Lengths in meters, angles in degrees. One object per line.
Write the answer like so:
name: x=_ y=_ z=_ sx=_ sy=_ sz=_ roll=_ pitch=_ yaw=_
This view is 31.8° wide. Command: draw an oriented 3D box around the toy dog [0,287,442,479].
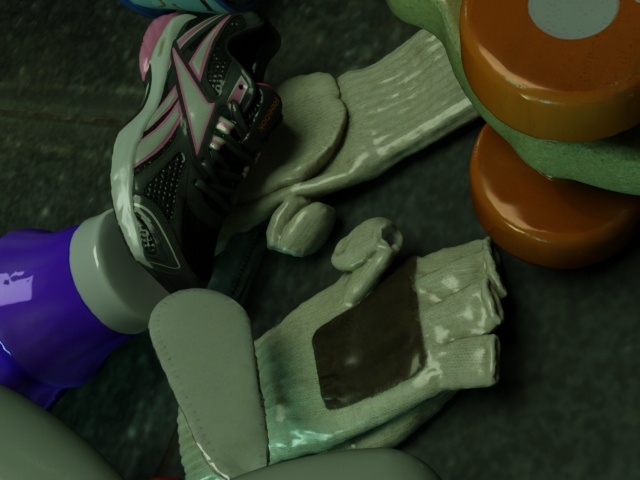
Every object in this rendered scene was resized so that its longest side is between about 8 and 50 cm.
toy dog: x=-0.110 y=0.121 z=0.525 sx=0.333 sy=0.161 sz=0.220 roll=24 pitch=96 yaw=11

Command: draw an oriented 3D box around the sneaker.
sneaker: x=-0.059 y=-0.058 z=0.600 sx=0.077 sy=0.072 sz=0.178 roll=-11 pitch=62 yaw=22

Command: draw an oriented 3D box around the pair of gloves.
pair of gloves: x=0.000 y=0.000 z=0.591 sx=0.204 sy=0.042 sz=0.240 roll=-22 pitch=53 yaw=28

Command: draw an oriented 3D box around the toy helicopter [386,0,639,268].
toy helicopter: x=0.127 y=-0.177 z=0.520 sx=0.234 sy=0.140 sz=0.355 roll=-23 pitch=61 yaw=-2

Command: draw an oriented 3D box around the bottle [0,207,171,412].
bottle: x=-0.207 y=0.062 z=0.661 sx=0.282 sy=0.118 sz=0.092 roll=-25 pitch=11 yaw=28

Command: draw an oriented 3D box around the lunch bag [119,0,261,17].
lunch bag: x=-0.085 y=-0.311 z=0.698 sx=0.114 sy=0.243 sz=0.304 roll=9 pitch=72 yaw=41
